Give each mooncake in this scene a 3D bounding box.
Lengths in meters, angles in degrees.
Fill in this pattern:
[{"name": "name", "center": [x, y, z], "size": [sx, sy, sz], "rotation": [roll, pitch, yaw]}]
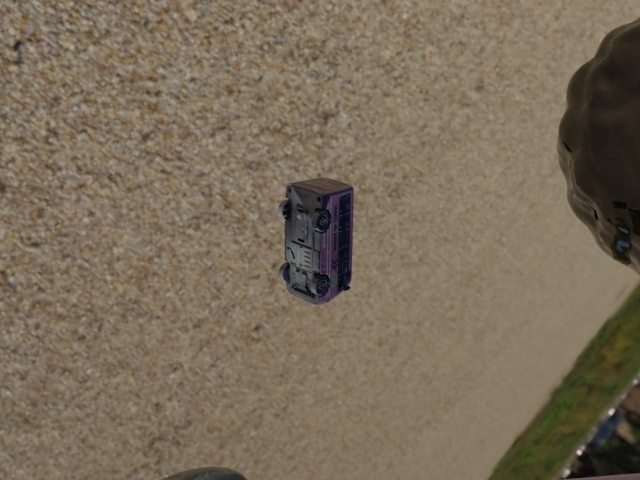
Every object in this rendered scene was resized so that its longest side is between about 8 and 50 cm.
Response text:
[{"name": "mooncake", "center": [0.371, -0.096, 0.812], "size": [0.290, 0.290, 0.161], "rotation": [-52, 153, 0]}]

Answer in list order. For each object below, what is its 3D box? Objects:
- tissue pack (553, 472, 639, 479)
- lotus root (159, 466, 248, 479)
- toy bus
[{"name": "tissue pack", "center": [0.284, 0.315, 0.774], "size": [0.242, 0.339, 0.160], "rotation": [-133, -140, -79]}, {"name": "lotus root", "center": [-0.173, 0.353, 0.962], "size": [0.322, 0.158, 0.139], "rotation": [-1, 121, -55]}, {"name": "toy bus", "center": [0.000, 0.000, 1.275], "size": [0.098, 0.087, 0.178], "rotation": [-19, 119, -43]}]
